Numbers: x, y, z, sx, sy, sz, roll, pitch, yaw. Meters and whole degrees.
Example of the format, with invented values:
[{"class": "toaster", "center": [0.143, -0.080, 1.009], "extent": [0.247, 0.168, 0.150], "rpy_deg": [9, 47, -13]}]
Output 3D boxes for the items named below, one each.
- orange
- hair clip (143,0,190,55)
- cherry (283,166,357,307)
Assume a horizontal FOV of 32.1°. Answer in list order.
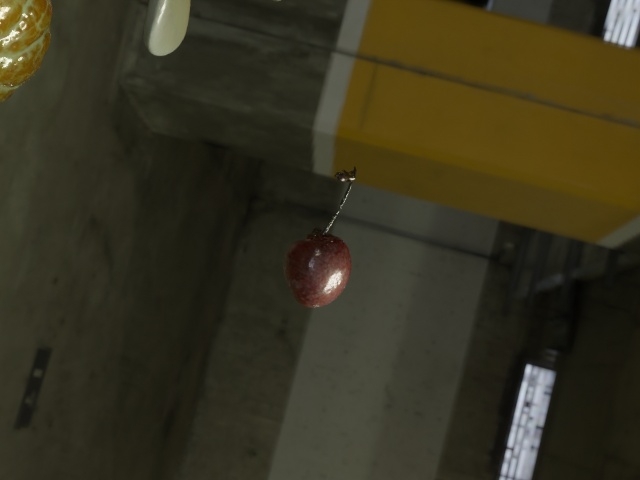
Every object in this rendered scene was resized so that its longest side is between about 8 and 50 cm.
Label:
[{"class": "orange", "center": [-0.573, -0.342, 1.679], "extent": [0.249, 0.329, 0.329], "rpy_deg": [55, -32, 35]}, {"class": "hair clip", "center": [-0.099, -0.277, 0.849], "extent": [0.172, 0.113, 0.282], "rpy_deg": [96, -17, -72]}, {"class": "cherry", "center": [0.000, 0.000, 1.657], "extent": [0.090, 0.107, 0.225], "rpy_deg": [-138, -130, -57]}]
